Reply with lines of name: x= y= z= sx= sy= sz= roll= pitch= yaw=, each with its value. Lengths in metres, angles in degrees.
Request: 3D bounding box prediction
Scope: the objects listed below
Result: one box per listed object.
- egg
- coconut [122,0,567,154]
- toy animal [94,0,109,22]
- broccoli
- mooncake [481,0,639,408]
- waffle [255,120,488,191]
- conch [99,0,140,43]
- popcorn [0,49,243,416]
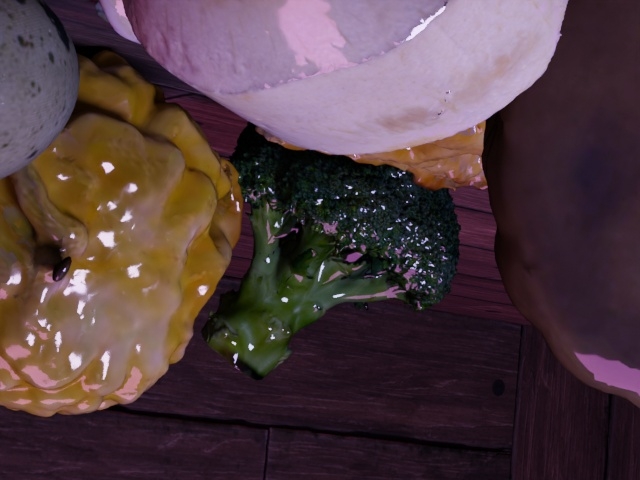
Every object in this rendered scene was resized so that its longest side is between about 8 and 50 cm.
egg: x=-0.280 y=-0.130 z=1.503 sx=0.177 sy=0.177 sz=0.228 roll=1 pitch=-175 yaw=29
coconut: x=0.019 y=-0.156 z=0.907 sx=0.241 sy=0.241 sz=0.241 roll=5 pitch=173 yaw=1
toy animal: x=-0.079 y=-0.174 z=1.541 sx=0.217 sy=0.041 sz=0.075 roll=10 pitch=180 yaw=-2
broccoli: x=0.000 y=0.000 z=1.949 sx=0.297 sy=0.297 sz=0.297 roll=40 pitch=-175 yaw=-4
mooncake: x=0.246 y=-0.059 z=1.086 sx=0.324 sy=0.324 sz=0.187 roll=5 pitch=-164 yaw=0
waffle: x=0.157 y=-0.116 z=1.517 sx=0.348 sy=0.077 sz=0.304 roll=-14 pitch=164 yaw=43
conch: x=-0.037 y=-0.206 z=1.086 sx=0.255 sy=0.127 sz=0.158 roll=-21 pitch=155 yaw=9
popcorn: x=-0.261 y=-0.015 z=1.793 sx=0.349 sy=0.349 sz=0.382 roll=10 pitch=-175 yaw=-35
